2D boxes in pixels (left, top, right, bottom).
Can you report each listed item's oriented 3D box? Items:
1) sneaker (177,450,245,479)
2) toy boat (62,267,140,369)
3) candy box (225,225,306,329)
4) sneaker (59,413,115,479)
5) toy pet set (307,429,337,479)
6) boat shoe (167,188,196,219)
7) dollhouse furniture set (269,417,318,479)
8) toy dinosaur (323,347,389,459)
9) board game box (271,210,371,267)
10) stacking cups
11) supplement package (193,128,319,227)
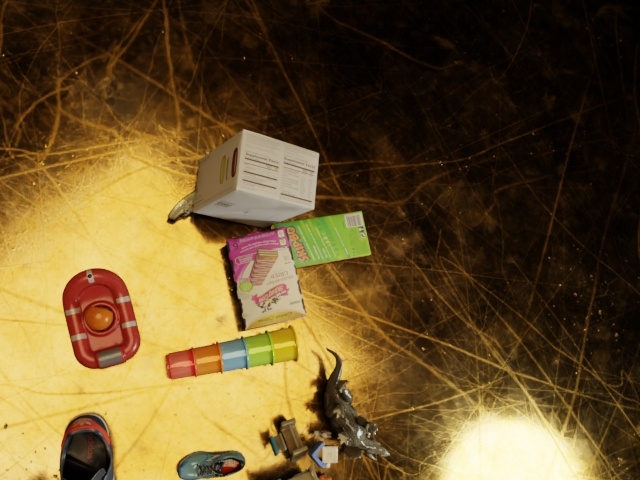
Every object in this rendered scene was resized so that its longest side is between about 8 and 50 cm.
[{"bbox_3d":[-0.253,0.528,1.441,0.162,0.073,0.063,-5,80,-17],"label":"sneaker"},{"bbox_3d":[-0.503,0.175,1.400,0.151,0.151,0.231,-14,83,-19],"label":"toy boat"},{"bbox_3d":[-0.136,0.096,1.550,0.159,0.071,0.233,-14,83,-3],"label":"candy box"},{"bbox_3d":[-0.500,0.556,1.323,0.131,0.148,0.349,-11,82,-18],"label":"sneaker"},{"bbox_3d":[-0.004,0.527,1.495,0.065,0.114,0.122,3,76,-15],"label":"toy pet set"},{"bbox_3d":[-0.321,-0.096,1.564,0.153,0.056,0.048,-42,95,-29],"label":"boat shoe"},{"bbox_3d":[-0.093,0.552,1.474,0.129,0.129,0.183,-15,59,-18],"label":"dollhouse furniture set"},{"bbox_3d":[0.054,0.427,1.524,0.121,0.160,0.313,-29,81,-19],"label":"toy dinosaur"},{"bbox_3d":[0.000,0.000,1.647,0.260,0.039,0.124,-9,81,-20],"label":"board game box"},{"bbox_3d":[-0.213,0.275,1.494,0.316,0.096,0.096,-7,81,-18],"label":"stacking cups"},{"bbox_3d":[-0.161,-0.139,1.486,0.204,0.262,0.145,13,74,-30],"label":"supplement package"}]
